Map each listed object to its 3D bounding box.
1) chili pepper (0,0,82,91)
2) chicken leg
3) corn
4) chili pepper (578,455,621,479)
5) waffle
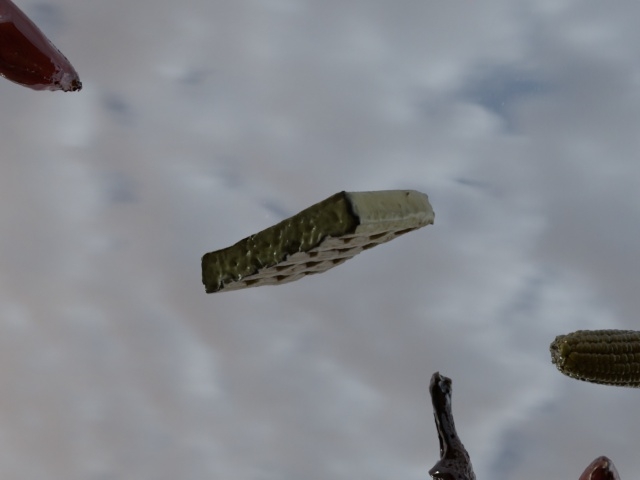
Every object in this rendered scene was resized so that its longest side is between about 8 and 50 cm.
[{"bbox_3d":[-0.501,-0.332,1.015,0.110,0.110,0.387,-33,-59,31],"label":"chili pepper"},{"bbox_3d":[0.206,0.430,1.233,0.095,0.407,0.158,18,-14,-35],"label":"chicken leg"},{"bbox_3d":[0.516,0.189,1.146,0.312,0.102,0.102,3,-60,-6],"label":"corn"},{"bbox_3d":[0.321,0.360,0.649,0.368,0.092,0.137,47,-50,-3],"label":"chili pepper"},{"bbox_3d":[0.000,0.000,0.944,0.247,0.221,0.055,-25,-100,31],"label":"waffle"}]
